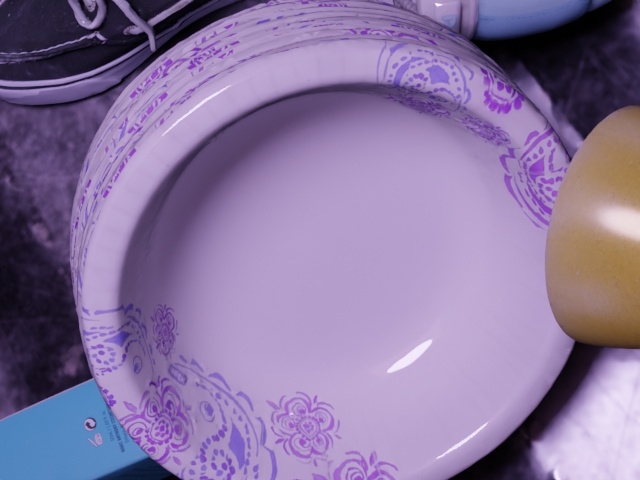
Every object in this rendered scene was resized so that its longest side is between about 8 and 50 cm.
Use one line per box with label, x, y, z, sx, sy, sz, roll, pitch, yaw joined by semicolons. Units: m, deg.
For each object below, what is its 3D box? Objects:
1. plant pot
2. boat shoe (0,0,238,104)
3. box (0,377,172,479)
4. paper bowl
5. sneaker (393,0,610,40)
plant pot;0.197;0.002;0.916;0.095;0.134;0.134;17;89;39
boat shoe;-0.116;-0.178;1.115;0.306;0.105;0.113;-16;77;18
box;-0.185;0.149;1.100;0.244;0.100;0.060;-25;75;17
paper bowl;0.000;0.000;0.979;0.284;0.284;0.148;-43;26;11
sneaker;0.099;-0.286;1.056;0.150;0.135;0.366;-5;75;-8
